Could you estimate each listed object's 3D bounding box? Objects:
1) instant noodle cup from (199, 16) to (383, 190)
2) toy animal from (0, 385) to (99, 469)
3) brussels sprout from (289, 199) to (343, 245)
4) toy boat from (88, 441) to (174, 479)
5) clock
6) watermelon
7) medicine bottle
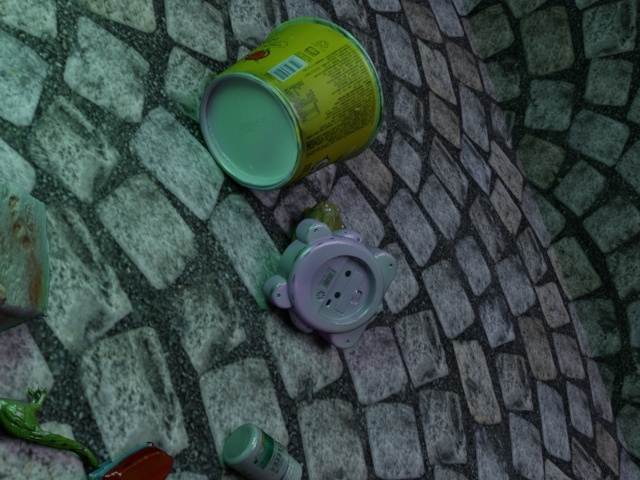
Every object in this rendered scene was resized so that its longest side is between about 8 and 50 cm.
[{"bbox_3d":[-0.070,-0.259,1.636,0.254,0.325,0.325,-41,104,-45],"label":"instant noodle cup"},{"bbox_3d":[-0.387,0.251,1.135,0.217,0.041,0.075,39,44,-38],"label":"toy animal"},{"bbox_3d":[-0.002,0.000,1.741,0.139,0.100,0.181,45,35,-40],"label":"brussels sprout"},{"bbox_3d":[-0.279,0.344,1.199,0.173,0.059,0.069,-12,101,-65],"label":"toy boat"},{"bbox_3d":[0.020,0.083,1.637,0.248,0.090,0.227,31,87,-34],"label":"clock"},{"bbox_3d":[-0.463,0.017,0.979,0.387,0.258,0.228,-5,74,-51],"label":"watermelon"},{"bbox_3d":[-0.097,0.381,1.401,0.130,0.080,0.080,43,41,-28],"label":"medicine bottle"}]
